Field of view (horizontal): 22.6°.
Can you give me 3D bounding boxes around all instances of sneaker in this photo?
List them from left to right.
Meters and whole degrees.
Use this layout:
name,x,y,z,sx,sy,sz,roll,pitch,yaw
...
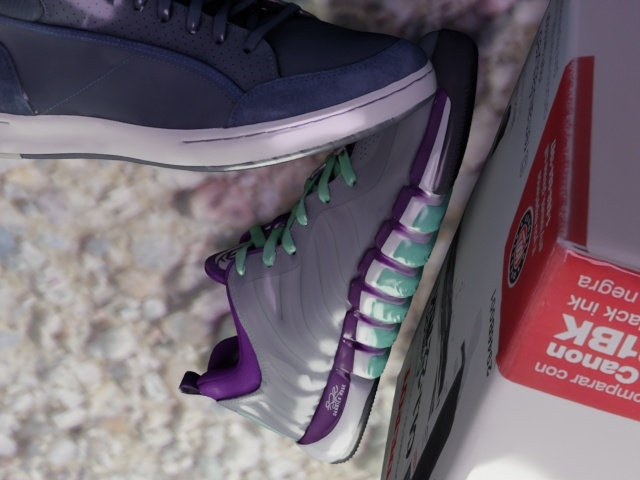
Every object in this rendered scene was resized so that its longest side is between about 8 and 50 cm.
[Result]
name,x,y,z,sx,sy,sz,roll,pitch,yaw
sneaker,-0.068,-0.116,0.659,0.226,0.086,0.163,2,115,22
sneaker,0.000,0.000,0.731,0.098,0.083,0.223,19,115,1

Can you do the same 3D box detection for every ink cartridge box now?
name,x,y,z,sx,sy,sz,roll,pitch,yaw
ink cartridge box,0.106,0.050,0.643,0.114,0.197,0.273,15,131,-2
